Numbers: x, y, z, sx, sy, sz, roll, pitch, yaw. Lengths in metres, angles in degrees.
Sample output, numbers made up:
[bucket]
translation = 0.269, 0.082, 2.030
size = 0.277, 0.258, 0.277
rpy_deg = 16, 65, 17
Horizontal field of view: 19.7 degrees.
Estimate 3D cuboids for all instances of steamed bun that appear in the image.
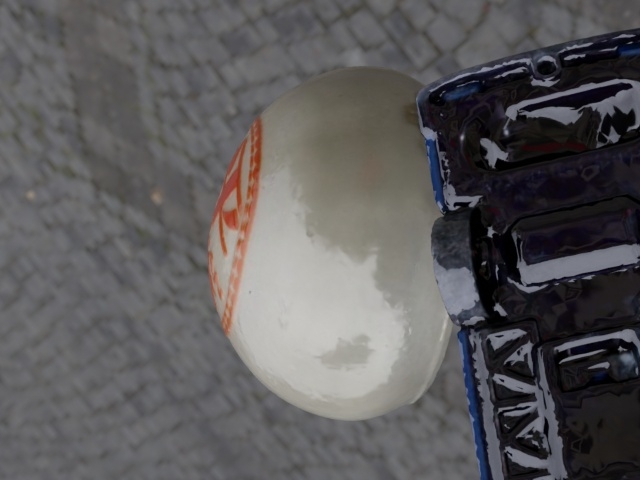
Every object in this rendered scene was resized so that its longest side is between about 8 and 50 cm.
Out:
[steamed bun]
translation = 0.000, 0.000, 1.199
size = 0.232, 0.145, 0.232
rpy_deg = -176, 90, -79

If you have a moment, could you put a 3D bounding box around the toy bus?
[toy bus]
translation = 0.141, 0.065, 0.851
size = 0.138, 0.288, 0.175
rpy_deg = -13, 162, 16
